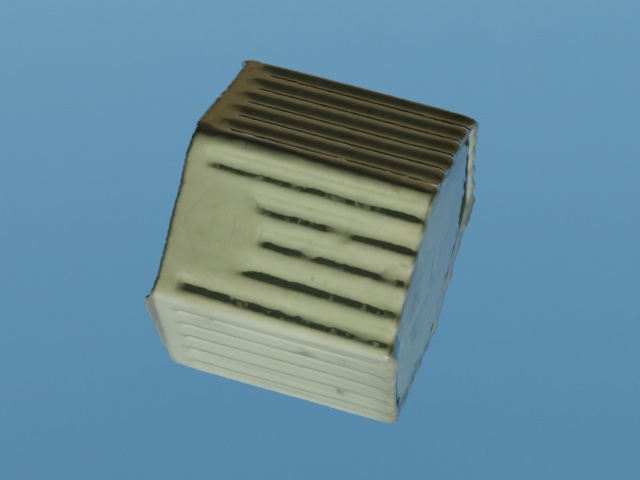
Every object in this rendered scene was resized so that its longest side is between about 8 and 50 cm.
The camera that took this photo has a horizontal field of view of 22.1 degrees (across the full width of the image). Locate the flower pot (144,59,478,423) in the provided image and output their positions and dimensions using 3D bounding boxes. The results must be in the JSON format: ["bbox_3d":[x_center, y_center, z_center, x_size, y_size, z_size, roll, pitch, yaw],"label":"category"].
[{"bbox_3d":[0.000,0.000,1.224,0.190,0.239,0.209,14,-177,12],"label":"flower pot"}]
